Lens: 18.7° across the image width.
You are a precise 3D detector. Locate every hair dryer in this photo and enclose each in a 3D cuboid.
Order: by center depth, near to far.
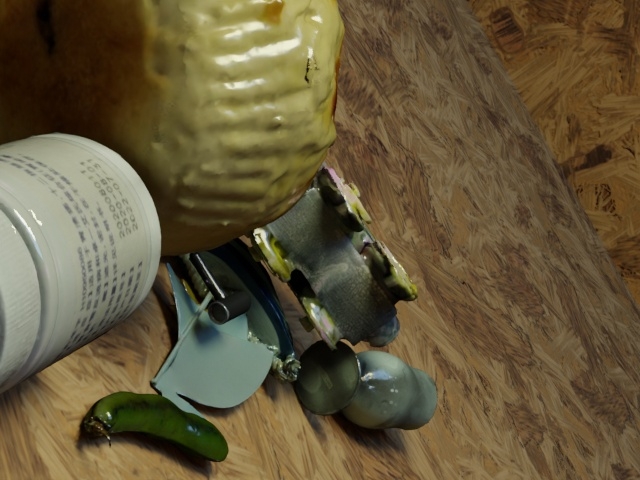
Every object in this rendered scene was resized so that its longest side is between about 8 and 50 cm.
[{"bbox_3d":[-0.111,0.046,2.028,0.083,0.026,0.047,54,34,7],"label":"hair dryer"}]

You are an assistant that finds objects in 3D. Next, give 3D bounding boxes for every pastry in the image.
[{"bbox_3d":[-0.143,-0.170,1.886,0.313,0.388,0.388,-10,68,-48],"label":"pastry"}]

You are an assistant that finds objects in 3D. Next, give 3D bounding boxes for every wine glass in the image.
[{"bbox_3d":[0.058,0.172,2.259,0.202,0.093,0.093,24,39,-56],"label":"wine glass"}]

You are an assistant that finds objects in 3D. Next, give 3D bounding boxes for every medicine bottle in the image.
[{"bbox_3d":[-0.273,0.024,1.584,0.190,0.190,0.332,58,19,0],"label":"medicine bottle"}]

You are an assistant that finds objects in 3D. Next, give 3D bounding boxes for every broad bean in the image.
[{"bbox_3d":[-0.159,0.177,1.845,0.227,0.039,0.069,15,40,-59],"label":"broad bean"}]

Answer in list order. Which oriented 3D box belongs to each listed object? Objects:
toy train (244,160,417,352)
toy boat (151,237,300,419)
[{"bbox_3d":[0.000,0.000,2.142,0.261,0.134,0.177,56,4,-31],"label":"toy train"},{"bbox_3d":[-0.108,0.102,2.036,0.220,0.067,0.291,52,24,-15],"label":"toy boat"}]
